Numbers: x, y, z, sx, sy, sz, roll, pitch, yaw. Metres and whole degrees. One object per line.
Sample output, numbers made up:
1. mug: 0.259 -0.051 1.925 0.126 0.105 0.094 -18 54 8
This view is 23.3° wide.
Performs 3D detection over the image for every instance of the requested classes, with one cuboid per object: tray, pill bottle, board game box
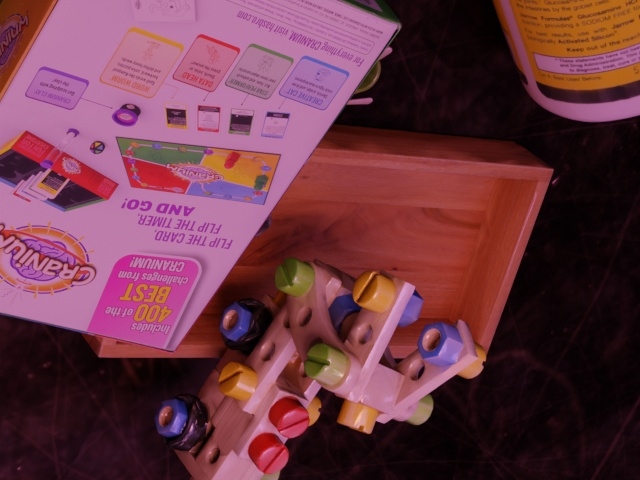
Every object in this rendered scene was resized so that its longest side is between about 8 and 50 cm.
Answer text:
1. tray: 0.000 0.000 1.381 0.411 0.076 0.202 3 115 -32
2. pill bottle: 0.214 -0.277 1.274 0.188 0.188 0.334 -35 130 -10
3. board game box: -0.129 -0.075 1.067 0.242 0.064 0.316 17 120 -38

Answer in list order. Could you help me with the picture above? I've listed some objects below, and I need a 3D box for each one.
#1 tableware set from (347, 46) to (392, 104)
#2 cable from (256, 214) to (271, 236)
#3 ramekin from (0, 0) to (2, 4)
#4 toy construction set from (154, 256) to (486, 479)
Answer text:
1. tableware set: 0.014 -0.174 1.318 0.104 0.024 0.154 -9 122 -27
2. cable: -0.144 -0.048 1.199 0.287 0.072 0.139 -10 140 -12
3. ramekin: -0.120 -0.237 1.086 0.303 0.148 0.303 -15 133 -16
4. toy construction set: -0.035 0.148 1.257 0.327 0.215 0.151 -45 130 0
